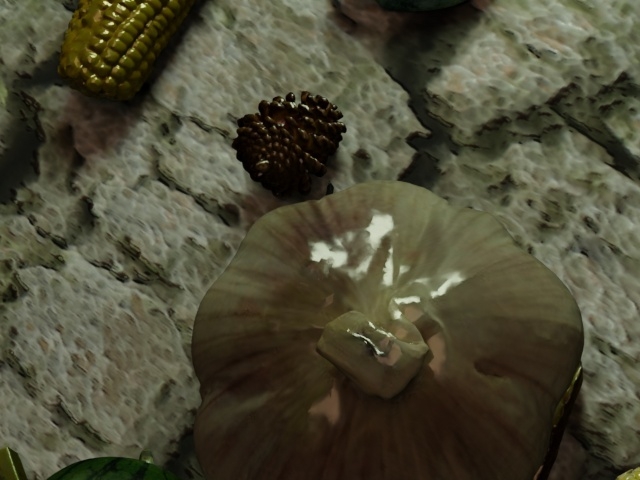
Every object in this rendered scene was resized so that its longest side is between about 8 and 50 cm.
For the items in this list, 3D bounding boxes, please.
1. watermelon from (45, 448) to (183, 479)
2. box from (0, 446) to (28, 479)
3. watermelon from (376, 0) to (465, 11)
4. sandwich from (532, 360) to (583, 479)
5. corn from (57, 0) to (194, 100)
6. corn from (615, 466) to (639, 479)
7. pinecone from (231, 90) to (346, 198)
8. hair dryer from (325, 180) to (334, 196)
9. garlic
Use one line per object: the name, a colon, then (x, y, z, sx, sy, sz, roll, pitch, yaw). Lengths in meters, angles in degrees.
watermelon: (-0.165, 0.263, 0.989, 0.188, 0.188, 0.215, 9, 56, 15)
box: (-0.301, 0.300, 1.085, 0.121, 0.030, 0.193, -28, 63, -2)
watermelon: (0.091, -0.286, 1.250, 0.180, 0.081, 0.094, 24, 56, 4)
sandwich: (0.109, 0.138, 1.056, 0.214, 0.065, 0.186, 18, 71, 19)
corn: (-0.166, -0.307, 1.280, 0.120, 0.120, 0.363, 20, 72, 19)
corn: (0.312, 0.287, 0.939, 0.081, 0.081, 0.248, -36, 65, -6)
pinecone: (-0.025, -0.096, 1.174, 0.109, 0.102, 0.102, -30, 64, -14)
hair dryer: (0.000, 0.000, 1.148, 0.047, 0.071, 0.150, 0, 49, 7)
garlic: (0.042, 0.099, 0.939, 0.322, 0.241, 0.322, -16, 43, 15)
